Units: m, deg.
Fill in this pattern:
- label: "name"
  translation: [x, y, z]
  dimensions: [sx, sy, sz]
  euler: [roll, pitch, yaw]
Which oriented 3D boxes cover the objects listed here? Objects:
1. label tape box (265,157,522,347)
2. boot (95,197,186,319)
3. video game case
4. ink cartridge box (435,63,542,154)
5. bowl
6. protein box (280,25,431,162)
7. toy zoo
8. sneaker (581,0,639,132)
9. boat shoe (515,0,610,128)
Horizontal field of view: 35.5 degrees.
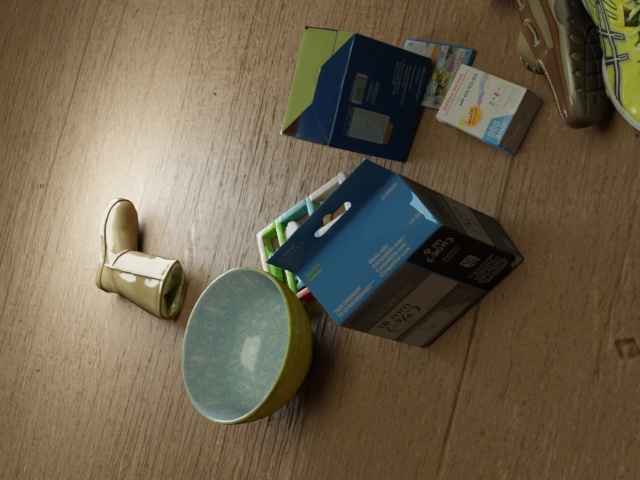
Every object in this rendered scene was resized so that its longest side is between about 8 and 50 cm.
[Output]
- label: "label tape box"
  translation: [0.120, 0.034, 1.559]
  dimensions: [0.240, 0.333, 0.106]
  euler: [-46, 49, 23]
- label: "boot"
  translation: [-0.394, 0.037, 2.247]
  dimensions: [0.269, 0.089, 0.236]
  euler: [13, 98, 47]
- label: "video game case"
  translation: [0.199, -0.304, 1.828]
  dimensions: [0.166, 0.015, 0.119]
  euler: [22, 91, 46]
- label: "ink cartridge box"
  translation: [0.269, -0.228, 1.689]
  dimensions: [0.181, 0.061, 0.104]
  euler: [31, 98, 40]
- label: "bowl"
  translation: [-0.106, 0.204, 1.850]
  dimensions: [0.289, 0.156, 0.290]
  euler: [-18, 64, 40]
- label: "protein box"
  translation: [0.065, -0.259, 1.791]
  dimensions: [0.136, 0.201, 0.200]
  euler: [20, 99, 45]
- label: "toy zoo"
  translation: [0.000, 0.000, 1.906]
  dimensions: [0.293, 0.030, 0.192]
  euler: [-34, 55, 32]
- label: "sneaker"
  translation: [0.460, -0.310, 1.449]
  dimensions: [0.145, 0.147, 0.385]
  euler: [-23, 65, 9]
- label: "boat shoe"
  translation: [0.379, -0.309, 1.592]
  dimensions: [0.116, 0.123, 0.325]
  euler: [-31, 50, 42]
